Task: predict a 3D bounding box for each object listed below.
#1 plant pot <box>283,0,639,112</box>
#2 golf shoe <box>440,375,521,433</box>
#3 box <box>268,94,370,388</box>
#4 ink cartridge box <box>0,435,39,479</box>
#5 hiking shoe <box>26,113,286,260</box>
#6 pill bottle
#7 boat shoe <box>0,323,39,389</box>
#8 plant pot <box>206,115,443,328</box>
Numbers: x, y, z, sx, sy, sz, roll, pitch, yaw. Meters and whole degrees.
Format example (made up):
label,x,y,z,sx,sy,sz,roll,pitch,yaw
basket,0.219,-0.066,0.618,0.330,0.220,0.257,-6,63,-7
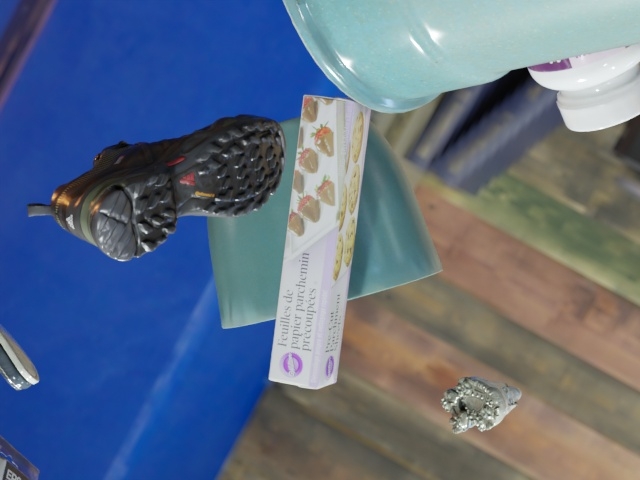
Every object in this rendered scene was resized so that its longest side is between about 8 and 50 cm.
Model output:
label,x,y,z,sx,sy,sz,roll,pitch,yaw
plant pot,0.183,-0.277,1.288,0.334,0.341,0.341,-2,166,34
golf shoe,0.207,0.189,2.073,0.176,0.086,0.069,149,103,-77
box,0.000,0.000,1.905,0.063,0.324,0.067,9,-175,21
ink cartridge box,-0.439,0.428,2.382,0.065,0.332,0.165,-10,144,22
hiking shoe,-0.126,-0.058,1.383,0.114,0.086,0.227,19,-151,37
pill bottle,0.329,-0.301,2.211,0.301,0.169,0.169,66,171,-19
boat shoe,-0.472,0.124,2.305,0.254,0.079,0.095,44,169,27
plant pot,-0.013,-0.038,2.185,0.293,0.235,0.293,-14,-179,0
